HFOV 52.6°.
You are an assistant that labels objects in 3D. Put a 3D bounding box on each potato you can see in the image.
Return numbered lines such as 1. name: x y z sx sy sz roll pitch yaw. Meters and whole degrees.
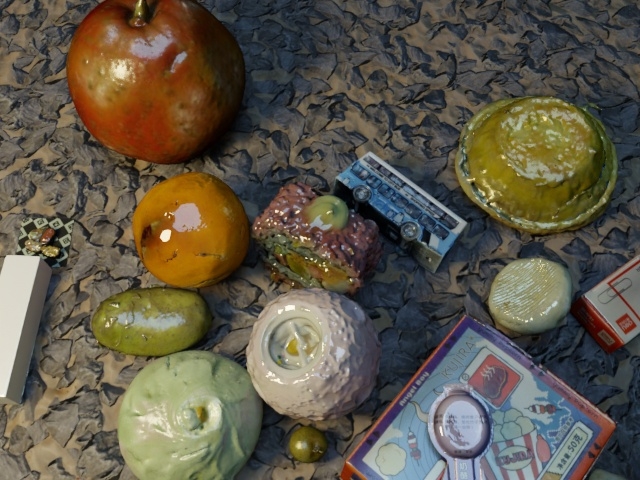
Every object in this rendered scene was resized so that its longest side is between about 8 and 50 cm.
1. potato: -0.342 0.166 1.332 0.251 0.113 0.150 -2 57 -11

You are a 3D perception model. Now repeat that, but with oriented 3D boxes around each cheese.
1. cheese: 0.223 0.320 1.021 0.105 0.042 0.191 1 64 4

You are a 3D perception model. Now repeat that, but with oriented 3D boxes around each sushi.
1. sushi: 0.000 0.000 1.354 0.270 0.237 0.171 30 57 14
2. sushi: -0.624 -0.002 1.453 0.120 0.026 0.126 -1 64 -1

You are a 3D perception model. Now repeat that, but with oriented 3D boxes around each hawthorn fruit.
1. hawthorn fruit: -0.363 -0.391 1.453 0.402 0.403 0.403 0 64 -1

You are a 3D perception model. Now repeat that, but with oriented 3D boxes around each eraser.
1. eraser: -0.635 0.181 1.336 0.078 0.076 0.299 3 64 1

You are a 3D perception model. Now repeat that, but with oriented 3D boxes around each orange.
1. orange: -0.267 -0.016 1.346 0.245 0.246 0.246 0 64 -1

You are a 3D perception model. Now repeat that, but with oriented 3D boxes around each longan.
1. longan: -0.021 0.393 1.241 0.075 0.083 0.075 -1 91 -30

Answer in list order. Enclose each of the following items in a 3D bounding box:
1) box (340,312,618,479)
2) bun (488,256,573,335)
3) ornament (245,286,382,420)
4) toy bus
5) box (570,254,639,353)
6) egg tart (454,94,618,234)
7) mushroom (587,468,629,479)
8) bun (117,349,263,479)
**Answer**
1. box: 0.262 0.381 1.155 0.318 0.257 0.348 39 70 18
2. bun: 0.448 0.125 1.368 0.183 0.102 0.183 -22 41 20
3. ornament: -0.011 0.219 1.241 0.259 0.225 0.260 -10 65 22
4. toy bus: 0.174 -0.065 1.457 0.297 0.106 0.131 40 68 15
5. box: 0.644 0.133 1.368 0.182 0.099 0.133 -30 70 -14
6. egg tart: 0.508 -0.203 1.501 0.387 0.169 0.388 -1 67 3
7. mushroom: 0.598 0.501 1.162 0.206 0.209 0.207 6 76 -26
8. bun: -0.251 0.329 1.214 0.282 0.179 0.284 -1 64 2
